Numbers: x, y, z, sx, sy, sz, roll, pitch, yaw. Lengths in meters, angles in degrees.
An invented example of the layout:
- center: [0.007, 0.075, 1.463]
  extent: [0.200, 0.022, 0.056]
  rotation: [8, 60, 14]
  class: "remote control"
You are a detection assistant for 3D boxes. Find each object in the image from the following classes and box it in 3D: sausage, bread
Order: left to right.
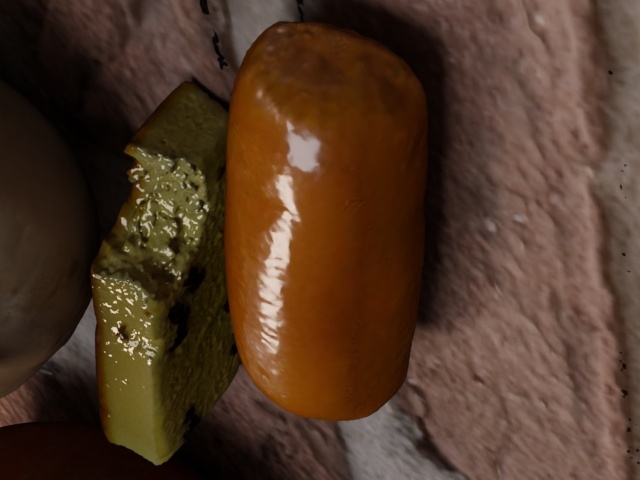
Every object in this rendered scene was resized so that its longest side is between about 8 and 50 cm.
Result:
- center: [-0.080, 0.024, 0.975]
  extent: [0.049, 0.088, 0.226]
  rotation: [29, 146, 19]
  class: "bread"
- center: [0.000, 0.000, 0.869]
  extent: [0.098, 0.098, 0.238]
  rotation: [25, 142, 21]
  class: "sausage"

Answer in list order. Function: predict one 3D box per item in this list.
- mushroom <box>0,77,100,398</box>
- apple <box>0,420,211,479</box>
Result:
- center: [-0.265, 0.039, 0.959]
  extent: [0.297, 0.290, 0.297]
  rotation: [-1, 155, 0]
  class: "mushroom"
- center: [-0.165, 0.281, 1.178]
  extent: [0.348, 0.277, 0.348]
  rotation: [25, 143, 21]
  class: "apple"
